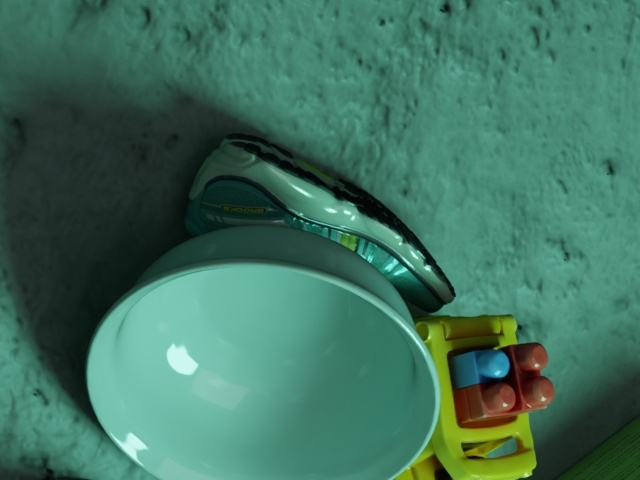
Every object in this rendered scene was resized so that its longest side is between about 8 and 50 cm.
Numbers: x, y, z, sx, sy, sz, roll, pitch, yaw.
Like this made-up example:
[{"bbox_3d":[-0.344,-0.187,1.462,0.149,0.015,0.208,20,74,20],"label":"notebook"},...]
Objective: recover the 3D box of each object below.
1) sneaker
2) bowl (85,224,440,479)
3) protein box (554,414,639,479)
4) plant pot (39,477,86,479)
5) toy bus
[{"bbox_3d":[0.000,0.000,1.792,0.275,0.107,0.110,27,103,-25],"label":"sneaker"},{"bbox_3d":[-0.044,0.086,1.707,0.297,0.134,0.298,3,131,3],"label":"bowl"},{"bbox_3d":[0.333,0.293,1.950,0.200,0.201,0.136,-34,112,-21],"label":"protein box"},{"bbox_3d":[-0.180,0.356,1.636,0.271,0.255,0.272,-5,100,-29],"label":"plant pot"},{"bbox_3d":[0.124,0.168,1.787,0.149,0.211,0.220,-2,81,-39],"label":"toy bus"}]
